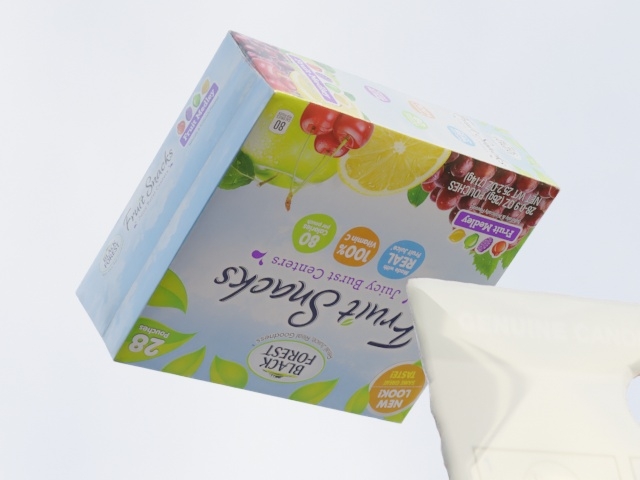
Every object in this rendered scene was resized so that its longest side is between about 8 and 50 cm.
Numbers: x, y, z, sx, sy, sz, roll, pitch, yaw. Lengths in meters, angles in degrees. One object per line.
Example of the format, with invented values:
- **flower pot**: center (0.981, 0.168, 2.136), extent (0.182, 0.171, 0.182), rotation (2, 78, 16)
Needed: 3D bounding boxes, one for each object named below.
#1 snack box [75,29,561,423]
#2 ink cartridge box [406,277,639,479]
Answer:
- **snack box**: center (0.000, 0.000, 1.063), extent (0.207, 0.070, 0.174), rotation (18, -65, -37)
- **ink cartridge box**: center (0.167, 0.215, 0.729), extent (0.308, 0.385, 0.091), rotation (8, -32, -31)
